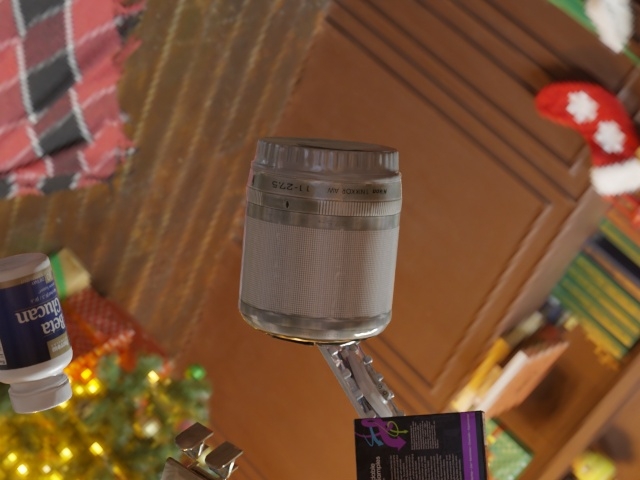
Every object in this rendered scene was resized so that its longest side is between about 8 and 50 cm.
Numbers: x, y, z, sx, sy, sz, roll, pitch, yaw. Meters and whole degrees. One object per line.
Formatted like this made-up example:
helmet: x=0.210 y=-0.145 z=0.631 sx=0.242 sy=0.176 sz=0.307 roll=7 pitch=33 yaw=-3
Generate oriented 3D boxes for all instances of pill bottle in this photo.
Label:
pill bottle: x=-0.337 y=0.106 z=1.376 sx=0.094 sy=0.094 sz=0.169 roll=-24 pitch=107 yaw=-45

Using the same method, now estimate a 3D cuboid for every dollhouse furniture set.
dollhouse furniture set: x=-0.225 y=0.525 z=2.371 sx=0.161 sy=0.242 sz=0.212 roll=-29 pitch=142 yaw=-57

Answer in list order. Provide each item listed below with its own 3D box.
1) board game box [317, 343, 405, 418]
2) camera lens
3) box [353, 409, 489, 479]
board game box: x=0.093 y=0.243 z=2.071 sx=0.050 sy=0.390 sz=0.390 roll=-32 pitch=174 yaw=6
camera lens: x=0.000 y=0.000 z=1.698 sx=0.219 sy=0.219 sz=0.274 roll=-10 pitch=107 yaw=-58
box: x=0.122 y=0.269 z=1.462 sx=0.162 sy=0.116 sz=0.029 roll=-6 pitch=166 yaw=15
